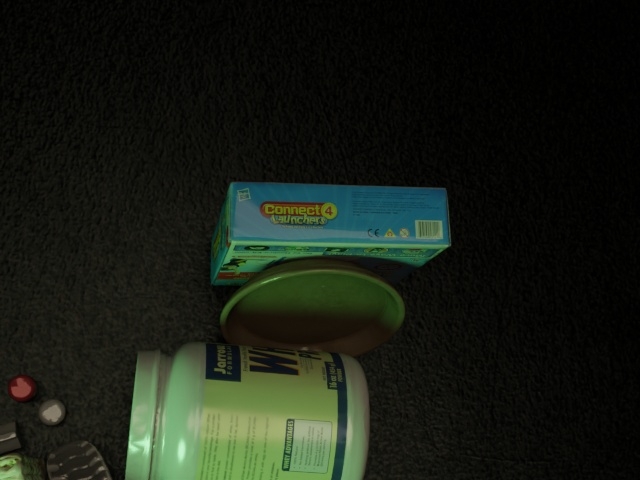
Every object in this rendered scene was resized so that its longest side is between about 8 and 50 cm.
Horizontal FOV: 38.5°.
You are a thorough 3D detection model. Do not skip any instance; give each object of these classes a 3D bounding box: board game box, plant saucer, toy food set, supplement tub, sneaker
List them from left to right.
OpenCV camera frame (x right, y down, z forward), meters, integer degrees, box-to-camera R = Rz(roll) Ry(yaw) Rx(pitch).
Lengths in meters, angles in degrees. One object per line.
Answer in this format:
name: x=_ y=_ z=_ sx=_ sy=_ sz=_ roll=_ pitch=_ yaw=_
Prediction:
toy food set: x=-0.489 y=0.256 z=1.314 sx=0.232 sy=0.104 sz=0.111 roll=-14 pitch=80 yaw=-14
sneaker: x=-0.291 y=0.412 z=1.255 sx=0.105 sy=0.115 sz=0.281 roll=-18 pitch=54 yaw=-16
supplement tub: x=-0.109 y=0.269 z=1.321 sx=0.325 sy=0.235 sz=0.235 roll=6 pitch=76 yaw=-10
plant saucer: x=-0.012 y=0.109 z=1.373 sx=0.278 sy=0.278 sz=0.041 roll=3 pitch=54 yaw=-11
board game box: x=0.000 y=0.000 z=1.372 sx=0.308 sy=0.302 sz=0.086 roll=1 pitch=76 yaw=-12

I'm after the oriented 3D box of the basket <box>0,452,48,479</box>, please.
basket: x=-0.481 y=0.440 z=1.160 sx=0.331 sy=0.328 sz=0.266 roll=-13 pitch=78 yaw=-14
